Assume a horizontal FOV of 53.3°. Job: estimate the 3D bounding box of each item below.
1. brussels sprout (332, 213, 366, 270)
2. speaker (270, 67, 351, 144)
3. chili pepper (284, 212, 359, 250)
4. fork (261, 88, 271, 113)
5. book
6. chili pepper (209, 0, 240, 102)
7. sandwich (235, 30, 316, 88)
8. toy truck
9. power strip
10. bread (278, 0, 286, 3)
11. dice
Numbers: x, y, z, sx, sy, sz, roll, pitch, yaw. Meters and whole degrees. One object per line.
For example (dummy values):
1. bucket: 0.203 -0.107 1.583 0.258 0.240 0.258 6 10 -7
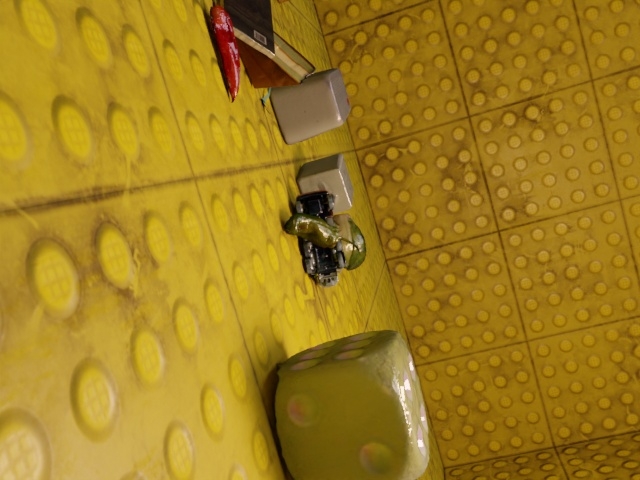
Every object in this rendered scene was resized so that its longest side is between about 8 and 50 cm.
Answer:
1. brussels sprout: 0.076 0.009 2.022 0.145 0.131 0.183 -93 170 -65
2. speaker: -0.020 -0.432 1.994 0.406 0.184 0.184 -71 144 -70
3. chili pepper: -0.002 -0.018 1.634 0.203 0.072 0.073 20 50 -32
4. fork: -0.146 -0.409 1.769 0.235 0.021 0.039 -92 167 -54
5. book: -0.182 -0.566 1.581 0.160 0.024 0.229 23 45 -35
6. chili pepper: -0.211 -0.438 1.408 0.059 0.050 0.268 159 -83 -85
7. sandwich: -0.118 -0.489 1.612 0.117 0.144 0.187 -57 134 -47
8. toy truck: 0.000 0.000 1.749 0.140 0.107 0.257 92 -14 -83
9. power strip: 0.015 -0.155 1.921 0.224 0.139 0.140 -78 152 -67
10. bread: -0.018 -1.033 2.318 0.165 0.374 0.237 -58 135 -78
11. dice: 0.061 0.324 1.206 0.252 0.254 0.250 -19 94 -78
